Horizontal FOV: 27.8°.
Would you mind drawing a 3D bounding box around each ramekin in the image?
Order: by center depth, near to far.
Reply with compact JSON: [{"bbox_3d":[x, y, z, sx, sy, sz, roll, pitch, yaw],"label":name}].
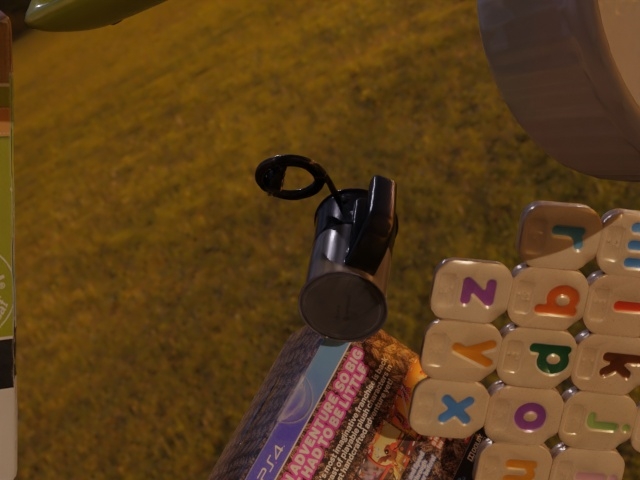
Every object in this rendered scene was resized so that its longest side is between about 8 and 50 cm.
[{"bbox_3d":[0.241,-0.168,0.898,0.277,0.277,0.135,-36,16,-27],"label":"ramekin"}]

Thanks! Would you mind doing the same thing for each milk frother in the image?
[{"bbox_3d":[0.000,0.000,1.206,0.143,0.129,0.135,8,37,2],"label":"milk frother"}]

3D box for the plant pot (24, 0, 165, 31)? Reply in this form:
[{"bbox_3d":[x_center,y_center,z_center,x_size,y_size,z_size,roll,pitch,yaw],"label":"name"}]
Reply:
[{"bbox_3d":[-0.093,-0.237,0.586,0.228,0.207,0.227,-15,46,38],"label":"plant pot"}]

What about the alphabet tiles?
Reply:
[{"bbox_3d":[0.223,0.105,1.154,0.278,0.284,0.021,5,18,-8],"label":"alphabet tiles"}]

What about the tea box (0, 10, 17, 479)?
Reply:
[{"bbox_3d":[-0.358,-0.023,0.911,0.220,0.323,0.329,-6,20,-26],"label":"tea box"}]

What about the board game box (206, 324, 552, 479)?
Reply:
[{"bbox_3d":[0.058,0.247,1.275,0.232,0.291,0.141,-59,10,-28],"label":"board game box"}]
